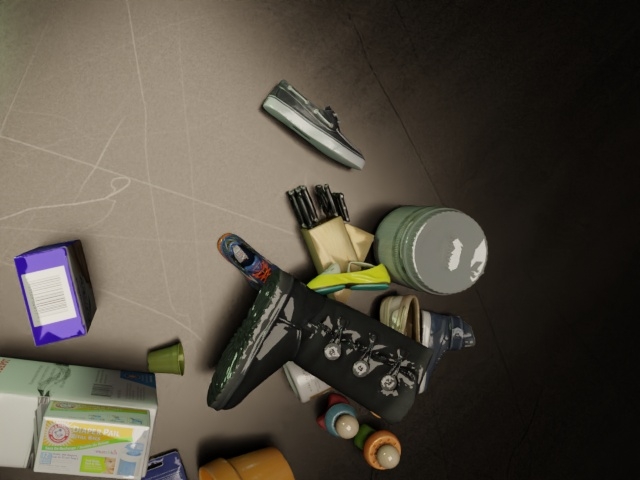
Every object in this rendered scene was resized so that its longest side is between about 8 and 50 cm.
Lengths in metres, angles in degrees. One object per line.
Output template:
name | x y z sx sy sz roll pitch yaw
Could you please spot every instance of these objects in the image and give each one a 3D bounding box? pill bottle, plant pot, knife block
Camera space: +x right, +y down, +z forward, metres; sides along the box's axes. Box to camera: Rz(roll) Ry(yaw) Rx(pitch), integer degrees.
pill bottle | 0.027 0.312 1.767 0.229 0.131 0.131 -23 99 -12
plant pot | -0.382 0.296 1.691 0.079 0.083 0.083 -5 94 -2
plant pot | -0.173 0.616 1.711 0.188 0.205 0.205 -21 99 -29
knife block | 0.000 0.000 1.765 0.242 0.088 0.275 23 88 -14

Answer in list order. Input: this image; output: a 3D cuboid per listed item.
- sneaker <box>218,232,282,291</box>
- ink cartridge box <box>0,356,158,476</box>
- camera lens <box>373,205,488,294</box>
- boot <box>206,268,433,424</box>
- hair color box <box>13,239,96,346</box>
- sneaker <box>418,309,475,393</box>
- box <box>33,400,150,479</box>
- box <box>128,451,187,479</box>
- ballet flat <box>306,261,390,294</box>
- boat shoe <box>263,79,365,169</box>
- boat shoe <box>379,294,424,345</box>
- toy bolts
sneaker | -0.165 0.070 1.725 0.221 0.087 0.083 37 84 -14
ink cartridge box | -0.577 0.385 1.532 0.395 0.285 0.166 10 91 -15
camera lens | 0.270 0.021 1.740 0.219 0.274 0.219 -1 93 -14
boot | 0.005 0.322 1.636 0.445 0.146 0.367 30 94 -19
hair color box | -0.565 0.101 1.490 0.110 0.339 0.185 -13 96 -16
sneaker | 0.336 0.311 1.872 0.163 0.086 0.226 8 90 -12
box | -0.449 0.395 1.363 0.203 0.103 0.114 10 92 -15
box | -0.386 0.654 1.705 0.136 0.036 0.225 -17 79 -13
ballet flat | 0.062 0.093 1.710 0.231 0.077 0.077 -4 74 -15
boat shoe | 0.003 -0.295 1.745 0.301 0.108 0.102 35 86 -7
boat shoe | 0.222 0.292 1.796 0.109 0.098 0.302 11 73 -48
toy bolts | 0.125 0.470 1.788 0.229 0.158 0.218 23 87 -15
